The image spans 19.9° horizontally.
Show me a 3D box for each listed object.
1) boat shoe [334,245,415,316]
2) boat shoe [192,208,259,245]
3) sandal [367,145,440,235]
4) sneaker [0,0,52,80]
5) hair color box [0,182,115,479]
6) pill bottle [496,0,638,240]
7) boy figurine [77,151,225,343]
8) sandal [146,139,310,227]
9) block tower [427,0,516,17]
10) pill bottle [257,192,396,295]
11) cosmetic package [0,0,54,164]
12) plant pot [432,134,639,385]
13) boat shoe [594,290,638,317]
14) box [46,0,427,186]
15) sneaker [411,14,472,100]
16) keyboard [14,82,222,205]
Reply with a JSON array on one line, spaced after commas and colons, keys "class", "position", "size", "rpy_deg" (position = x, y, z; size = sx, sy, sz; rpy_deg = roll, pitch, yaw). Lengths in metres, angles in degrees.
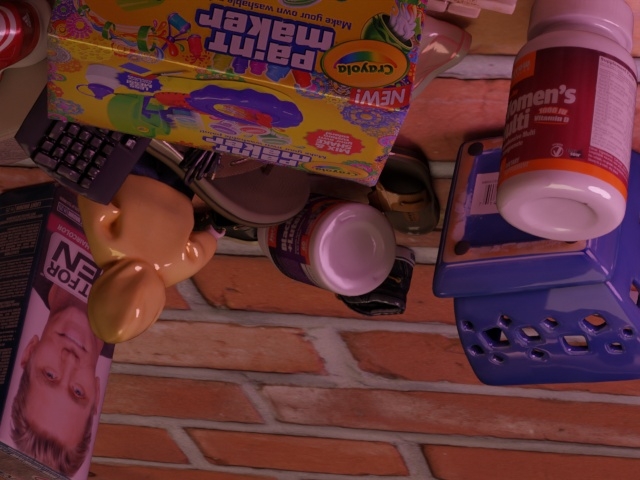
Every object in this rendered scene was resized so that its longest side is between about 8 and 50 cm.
[{"class": "boat shoe", "position": [0.025, 0.045, 2.306], "size": [0.183, 0.083, 0.065], "rpy_deg": [4, 154, 11]}, {"class": "boat shoe", "position": [-0.126, -0.023, 2.269], "size": [0.133, 0.049, 0.042], "rpy_deg": [5, 127, 26]}, {"class": "sandal", "position": [0.085, -0.050, 2.113], "size": [0.090, 0.060, 0.219], "rpy_deg": [2, 154, 16]}, {"class": "sneaker", "position": [-0.363, -0.178, 1.750], "size": [0.128, 0.087, 0.221], "rpy_deg": [-7, 163, -46]}, {"class": "hair color box", "position": [-0.348, 0.122, 2.288], "size": [0.105, 0.347, 0.174], "rpy_deg": [-9, 149, 33]}, {"class": "pill bottle", "position": [0.236, -0.121, 1.726], "size": [0.121, 0.221, 0.121], "rpy_deg": [8, 155, 4]}, {"class": "boy figurine", "position": [-0.190, -0.012, 2.032], "size": [0.177, 0.285, 0.092], "rpy_deg": [18, 153, -24]}, {"class": "sandal", "position": [-0.110, -0.110, 2.006], "size": [0.086, 0.120, 0.302], "rpy_deg": [-26, 138, 31]}, {"class": "block tower", "position": [0.154, -0.311, 1.516], "size": [0.090, 0.097, 0.335], "rpy_deg": [11, 156, -3]}, {"class": "pill bottle", "position": [0.000, 0.000, 2.142], "size": [0.108, 0.108, 0.193], "rpy_deg": [23, 176, -26]}, {"class": "cosmetic package", "position": [-0.284, -0.166, 1.872], "size": [0.296, 0.129, 0.153], "rpy_deg": [-12, 175, 38]}, {"class": "plant pot", "position": [0.255, 0.006, 1.986], "size": [0.236, 0.236, 0.212], "rpy_deg": [-6, 144, 29]}, {"class": "boat shoe", "position": [0.354, 0.079, 2.302], "size": [0.142, 0.049, 0.040], "rpy_deg": [15, 155, -16]}, {"class": "box", "position": [-0.059, -0.227, 1.529], "size": [0.289, 0.279, 0.177], "rpy_deg": [11, 160, -4]}, {"class": "sneaker", "position": [0.087, -0.187, 1.844], "size": [0.070, 0.051, 0.134], "rpy_deg": [24, 148, -23]}, {"class": "keyboard", "position": [-0.130, -0.169, 1.719], "size": [0.201, 0.317, 0.033], "rpy_deg": [28, -169, -32]}]
